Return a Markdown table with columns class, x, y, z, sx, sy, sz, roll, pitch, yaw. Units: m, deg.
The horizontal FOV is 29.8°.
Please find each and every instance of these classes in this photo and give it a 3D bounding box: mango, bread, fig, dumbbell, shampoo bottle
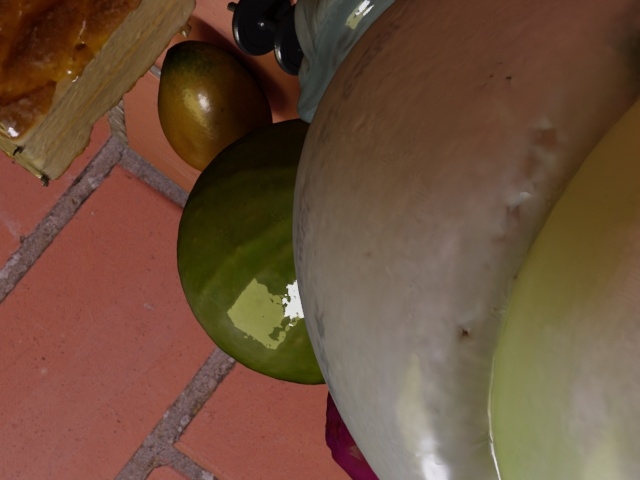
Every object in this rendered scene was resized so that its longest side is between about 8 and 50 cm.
| class | x | y | z | sx | sy | sz | roll | pitch | yaw |
| --- | --- | --- | --- | --- | --- | --- | --- | --- | --- |
| mango | -0.128 | -0.157 | 1.455 | 0.151 | 0.120 | 0.221 | 38 | 164 | 6 |
| bread | -0.310 | -0.251 | 1.216 | 0.279 | 0.279 | 0.207 | 40 | 173 | 4 |
| fig | 0.000 | 0.000 | 1.296 | 0.316 | 0.316 | 0.316 | 36 | 171 | 7 |
| dumbbell | -0.034 | -0.190 | 1.079 | 0.147 | 0.069 | 0.069 | 30 | 168 | 38 |
| shampoo bottle | 0.149 | 0.009 | 0.565 | 0.322 | 0.322 | 0.317 | 43 | 175 | -34 |

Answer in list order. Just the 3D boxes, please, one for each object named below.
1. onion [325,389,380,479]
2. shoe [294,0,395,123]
| class | x | y | z | sx | sy | sz | roll | pitch | yaw |
| --- | --- | --- | --- | --- | --- | --- | --- | --- | --- |
| onion | 0.208 | 0.146 | 1.077 | 0.385 | 0.348 | 0.348 | 33 | 173 | -14 |
| shoe | 0.032 | -0.165 | 0.920 | 0.251 | 0.103 | 0.100 | 125 | 136 | -69 |
